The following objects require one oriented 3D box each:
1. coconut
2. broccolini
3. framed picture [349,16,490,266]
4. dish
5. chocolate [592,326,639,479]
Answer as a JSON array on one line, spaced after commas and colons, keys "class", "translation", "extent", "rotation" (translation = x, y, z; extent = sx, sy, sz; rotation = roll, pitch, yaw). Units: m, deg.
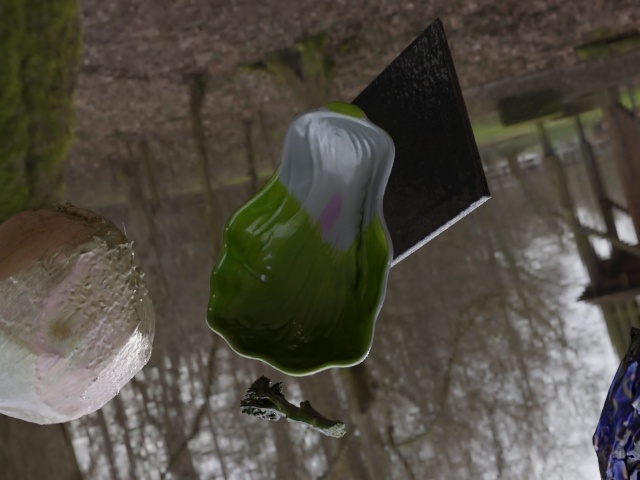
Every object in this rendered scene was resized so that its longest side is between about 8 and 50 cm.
[{"class": "coconut", "translation": [-0.247, 0.074, 1.013], "extent": [0.194, 0.194, 0.194], "rotation": [-15, 180, 0]}, {"class": "broccolini", "translation": [-0.030, 0.237, 1.555], "extent": [0.067, 0.058, 0.216], "rotation": [-28, -157, -30]}, {"class": "framed picture", "translation": [0.098, -0.103, 1.566], "extent": [0.014, 0.255, 0.338], "rotation": [0, 156, -31]}, {"class": "dish", "translation": [0.000, 0.000, 0.585], "extent": [0.091, 0.137, 0.039], "rotation": [15, 175, 19]}, {"class": "chocolate", "translation": [0.189, 0.229, 0.778], "extent": [0.126, 0.343, 0.148], "rotation": [26, -172, -6]}]
